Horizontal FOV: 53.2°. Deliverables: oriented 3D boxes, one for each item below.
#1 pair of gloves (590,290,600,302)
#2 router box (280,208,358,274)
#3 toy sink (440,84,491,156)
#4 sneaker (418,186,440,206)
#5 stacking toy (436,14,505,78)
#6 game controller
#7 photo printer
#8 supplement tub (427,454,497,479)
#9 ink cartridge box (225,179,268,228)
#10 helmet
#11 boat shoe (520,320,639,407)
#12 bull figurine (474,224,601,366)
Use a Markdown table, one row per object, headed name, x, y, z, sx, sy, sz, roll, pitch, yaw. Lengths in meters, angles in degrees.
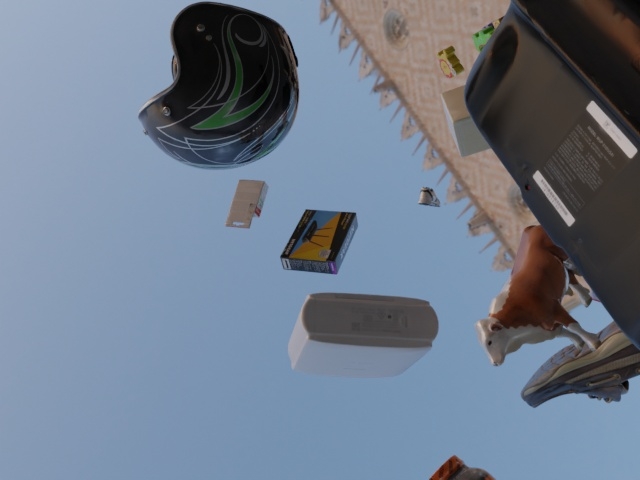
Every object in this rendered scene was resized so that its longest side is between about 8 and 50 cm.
| name | x | y | z | sx | sy | sz | roll | pitch | yaw |
| --- | --- | --- | --- | --- | --- | --- | --- | --- | --- |
| pair of gloves | 0.731 | 0.103 | 1.575 | 0.198 | 0.159 | 0.023 | 18 | -133 | 43 |
| router box | 0.000 | 0.000 | 1.494 | 0.133 | 0.046 | 0.179 | 5 | -138 | 20 |
| toy sink | 0.457 | -0.337 | 1.687 | 0.234 | 0.131 | 0.152 | -18 | -139 | 10 |
| sneaker | 0.258 | -0.101 | 1.493 | 0.040 | 0.109 | 0.043 | 6 | -89 | 21 |
| stacking toy | 0.289 | -0.319 | 0.976 | 0.167 | 0.221 | 0.052 | -31 | -80 | -5 |
| game controller | 0.211 | -0.069 | 0.461 | 0.067 | 0.166 | 0.319 | -7 | -127 | -21 |
| photo printer | 0.068 | 0.201 | 1.275 | 0.256 | 0.307 | 0.107 | 5 | -114 | -8 |
| supplement tub | 0.343 | 0.601 | 1.287 | 0.194 | 0.193 | 0.316 | -37 | -119 | -27 |
| ink cartridge box | -0.157 | -0.074 | 1.367 | 0.063 | 0.029 | 0.115 | 6 | -113 | 21 |
| helmet | -0.108 | -0.156 | 0.698 | 0.170 | 0.169 | 0.161 | 7 | -94 | -12 |
| boat shoe | 0.551 | 0.261 | 1.263 | 0.132 | 0.355 | 0.130 | -25 | -106 | -48 |
| bull figurine | 0.391 | 0.101 | 1.118 | 0.188 | 0.101 | 0.310 | 28 | -122 | 4 |
